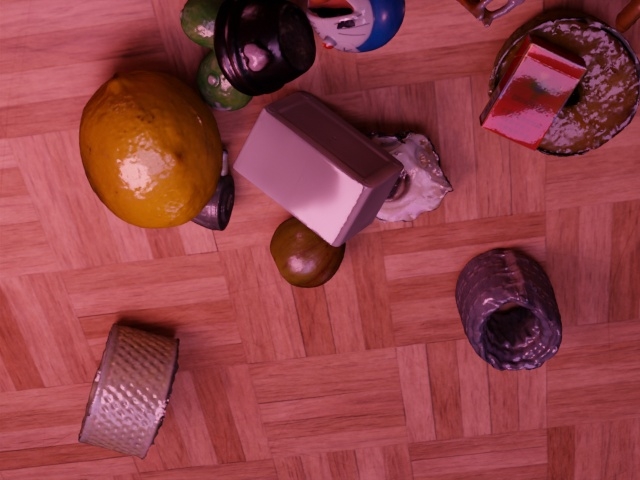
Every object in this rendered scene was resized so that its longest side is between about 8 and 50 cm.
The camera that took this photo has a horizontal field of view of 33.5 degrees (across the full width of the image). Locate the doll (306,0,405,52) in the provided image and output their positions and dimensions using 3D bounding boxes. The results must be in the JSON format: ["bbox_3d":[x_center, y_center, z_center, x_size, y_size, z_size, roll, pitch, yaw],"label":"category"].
[{"bbox_3d":[0.049,-0.426,1.704,0.215,0.161,0.257,6,121,37],"label":"doll"}]

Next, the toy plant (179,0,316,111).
[{"bbox_3d":[-0.130,-0.322,1.798,0.235,0.175,0.218,1,128,34],"label":"toy plant"}]

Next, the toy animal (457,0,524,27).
[{"bbox_3d":[0.367,-0.410,1.654,0.302,0.284,0.225,-31,126,20],"label":"toy animal"}]

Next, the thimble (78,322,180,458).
[{"bbox_3d":[-0.402,0.314,2.236,0.150,0.271,0.271,17,127,-12],"label":"thimble"}]

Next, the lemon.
[{"bbox_3d":[-0.296,-0.160,1.861,0.260,0.260,0.284,-7,104,4],"label":"lemon"}]

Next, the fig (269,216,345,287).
[{"bbox_3d":[-0.002,0.015,2.080,0.186,0.142,0.148,-22,155,31],"label":"fig"}]

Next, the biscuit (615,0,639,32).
[{"bbox_3d":[0.563,-0.432,1.682,0.037,0.262,0.262,45,120,4],"label":"biscuit"}]

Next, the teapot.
[{"bbox_3d":[-0.224,-0.092,2.011,0.108,0.111,0.149,8,135,9],"label":"teapot"}]

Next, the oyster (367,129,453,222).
[{"bbox_3d":[0.128,-0.123,2.009,0.214,0.083,0.223,-27,122,20],"label":"oyster"}]

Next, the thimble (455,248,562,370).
[{"bbox_3d":[0.390,0.145,2.183,0.205,0.172,0.236,-10,127,2],"label":"thimble"}]

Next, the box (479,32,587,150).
[{"bbox_3d":[0.360,-0.252,1.812,0.112,0.048,0.175,23,120,-11],"label":"box"}]

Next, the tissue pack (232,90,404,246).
[{"bbox_3d":[-0.002,-0.132,1.887,0.246,0.159,0.136,39,124,13],"label":"tissue pack"}]

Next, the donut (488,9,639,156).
[{"bbox_3d":[0.426,-0.287,1.877,0.272,0.107,0.272,-1,124,-1],"label":"donut"}]
